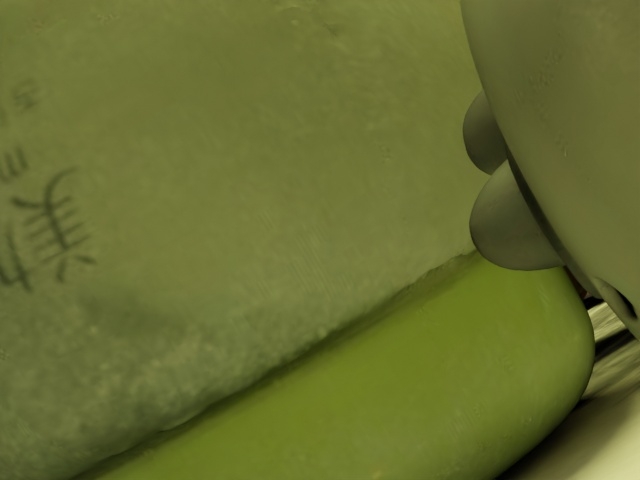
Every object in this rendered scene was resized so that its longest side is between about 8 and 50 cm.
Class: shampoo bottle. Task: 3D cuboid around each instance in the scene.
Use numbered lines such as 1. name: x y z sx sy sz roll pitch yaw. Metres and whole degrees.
1. shampoo bottle: -0.052 -0.009 0.880 0.322 0.317 0.322 -28 -2 -1

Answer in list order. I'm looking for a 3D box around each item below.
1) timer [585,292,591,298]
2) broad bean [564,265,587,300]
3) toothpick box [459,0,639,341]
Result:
1. timer: 0.224 -0.021 1.348 0.191 0.069 0.208 -26 1 41
2. broad bean: 0.070 0.003 1.073 0.228 0.156 0.122 -58 -12 10
3. toothpick box: 0.179 -0.083 0.575 0.316 0.229 0.229 -31 0 17
